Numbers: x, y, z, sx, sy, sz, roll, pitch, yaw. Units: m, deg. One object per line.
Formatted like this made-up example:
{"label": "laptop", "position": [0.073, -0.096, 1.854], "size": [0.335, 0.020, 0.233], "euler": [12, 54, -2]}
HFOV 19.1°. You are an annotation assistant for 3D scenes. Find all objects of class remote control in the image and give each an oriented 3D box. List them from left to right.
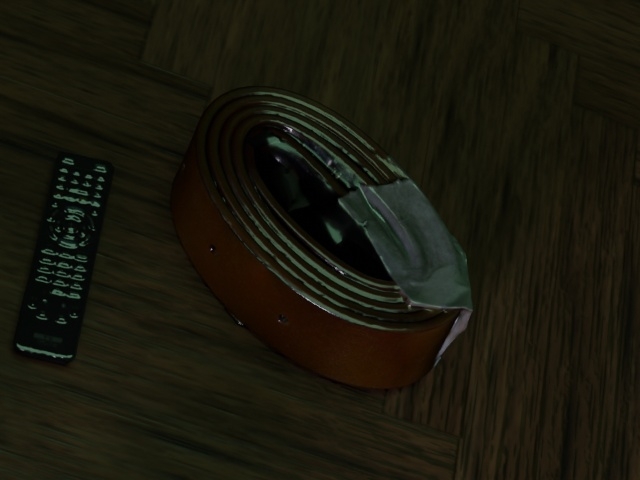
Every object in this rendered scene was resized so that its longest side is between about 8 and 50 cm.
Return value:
{"label": "remote control", "position": [-0.250, 0.013, 1.862], "size": [0.063, 0.025, 0.245], "euler": [16, 53, -11]}

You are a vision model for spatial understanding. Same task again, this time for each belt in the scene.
{"label": "belt", "position": [0.000, 0.000, 1.923], "size": [0.339, 0.122, 0.217], "euler": [44, 54, 12]}
